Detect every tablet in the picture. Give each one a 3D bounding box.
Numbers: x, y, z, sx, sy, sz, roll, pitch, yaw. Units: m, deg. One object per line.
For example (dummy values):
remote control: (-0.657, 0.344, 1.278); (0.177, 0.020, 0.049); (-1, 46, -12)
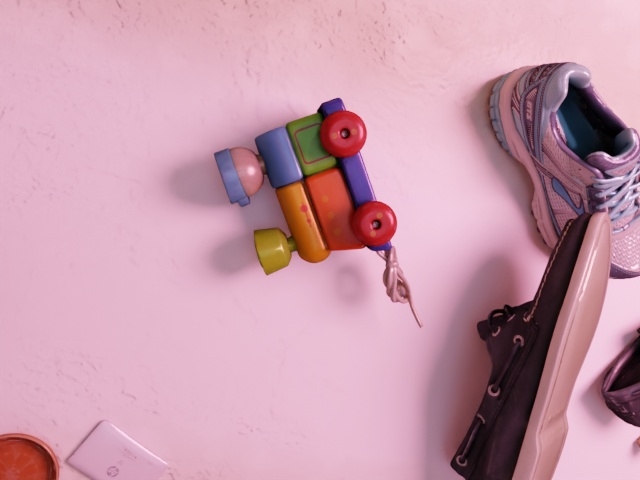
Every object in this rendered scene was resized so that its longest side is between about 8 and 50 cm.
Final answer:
tablet: (-0.203, 0.225, 0.548); (0.083, 0.006, 0.054); (42, 84, -13)

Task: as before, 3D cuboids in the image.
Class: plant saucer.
plant saucer: (-0.295, 0.225, 0.521); (0.084, 0.013, 0.083); (-1, 93, -14)

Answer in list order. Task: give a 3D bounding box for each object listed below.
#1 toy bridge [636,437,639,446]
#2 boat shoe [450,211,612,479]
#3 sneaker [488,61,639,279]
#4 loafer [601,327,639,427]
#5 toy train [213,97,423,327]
toy bridge: (0.487, 0.319, 0.717); (0.063, 0.026, 0.188); (-36, 102, -10)
boat shoe: (0.223, 0.127, 0.596); (0.127, 0.113, 0.339); (-1, 104, -48)
sneaker: (0.293, -0.066, 0.592); (0.110, 0.122, 0.283); (-40, 102, -9)
loafer: (0.431, 0.127, 0.664); (0.078, 0.076, 0.223); (43, 87, -21)
toy train: (0.000, 0.000, 0.540); (0.144, 0.105, 0.247); (-20, 99, -2)
